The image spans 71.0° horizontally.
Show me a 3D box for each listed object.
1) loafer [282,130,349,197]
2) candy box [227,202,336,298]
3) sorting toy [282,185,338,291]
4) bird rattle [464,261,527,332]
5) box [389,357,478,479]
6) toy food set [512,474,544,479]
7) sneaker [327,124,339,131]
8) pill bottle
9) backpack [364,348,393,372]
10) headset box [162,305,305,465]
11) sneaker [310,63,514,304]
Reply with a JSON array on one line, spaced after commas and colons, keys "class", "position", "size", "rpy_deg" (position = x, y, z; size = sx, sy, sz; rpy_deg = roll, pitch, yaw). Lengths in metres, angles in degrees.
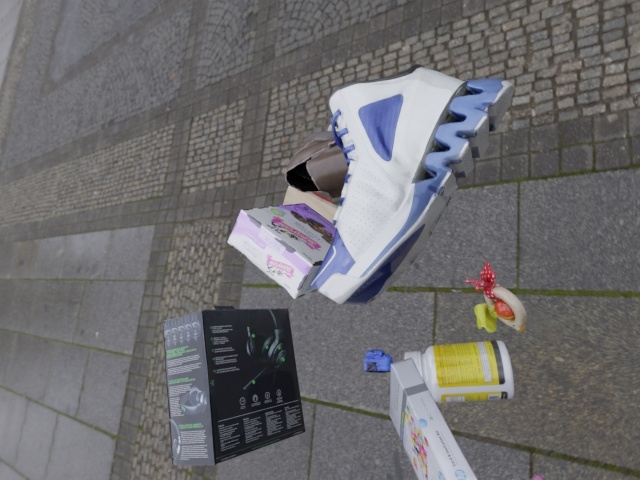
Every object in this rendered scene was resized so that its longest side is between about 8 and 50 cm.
[{"class": "loafer", "position": [0.053, -0.123, 0.799], "size": [0.130, 0.134, 0.365], "rpy_deg": [-47, 24, -18]}, {"class": "candy box", "position": [-0.036, 0.009, 0.800], "size": [0.164, 0.196, 0.070], "rpy_deg": [37, 114, 21]}, {"class": "sorting toy", "position": [0.000, 0.000, 1.302], "size": [0.257, 0.089, 0.256], "rpy_deg": [29, 117, 20]}, {"class": "bird rattle", "position": [0.629, 0.209, 1.561], "size": [0.143, 0.254, 0.207], "rpy_deg": [-28, 35, -20]}, {"class": "box", "position": [0.150, 0.286, 0.634], "size": [0.038, 0.145, 0.186], "rpy_deg": [-15, 40, -10]}, {"class": "toy food set", "position": [0.384, 0.427, 0.748], "size": [0.122, 0.078, 0.019], "rpy_deg": [-2, 115, 26]}, {"class": "sneaker", "position": [0.061, -0.241, 1.296], "size": [0.090, 0.094, 0.235], "rpy_deg": [60, 153, 23]}, {"class": "pill bottle", "position": [0.289, 0.280, 0.953], "size": [0.208, 0.119, 0.119], "rpy_deg": [-7, 72, 12]}, {"class": "backpack", "position": [0.258, 0.532, 1.973], "size": [0.120, 0.098, 0.101], "rpy_deg": [-1, 88, 21]}, {"class": "headset box", "position": [-0.172, 0.268, 0.905], "size": [0.131, 0.246, 0.283], "rpy_deg": [-19, 74, 34]}, {"class": "sneaker", "position": [0.071, -0.086, 0.557], "size": [0.182, 0.127, 0.316], "rpy_deg": [35, 92, 24]}]
